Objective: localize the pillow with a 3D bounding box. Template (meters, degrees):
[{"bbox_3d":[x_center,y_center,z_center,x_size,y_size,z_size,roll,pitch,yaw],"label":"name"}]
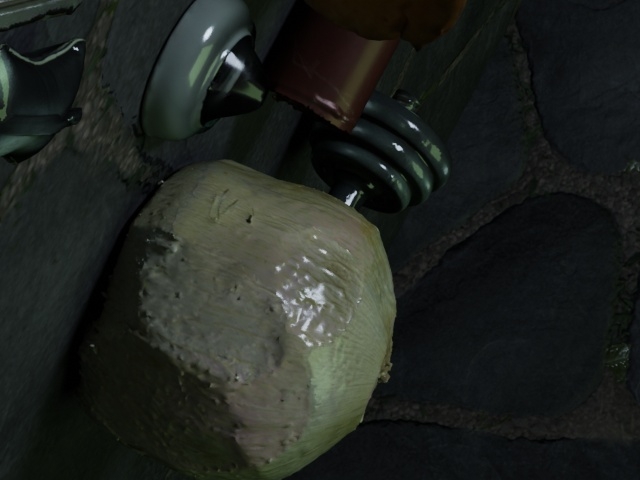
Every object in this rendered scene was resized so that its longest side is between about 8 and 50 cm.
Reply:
[{"bbox_3d":[-0.189,-0.081,0.992,0.091,0.055,0.136,-32,177,19],"label":"pillow"}]

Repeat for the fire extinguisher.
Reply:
[{"bbox_3d":[0.057,-0.274,1.612,0.337,0.106,0.147,-61,-165,-1],"label":"fire extinguisher"}]

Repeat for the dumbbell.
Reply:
[{"bbox_3d":[0.000,0.000,1.811,0.406,0.179,0.179,-59,170,-18],"label":"dumbbell"}]

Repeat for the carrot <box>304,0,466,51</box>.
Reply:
[{"bbox_3d":[0.083,-0.311,1.362,0.254,0.196,0.196,-58,170,-34],"label":"carrot"}]

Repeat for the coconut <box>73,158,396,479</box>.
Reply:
[{"bbox_3d":[-0.059,0.081,1.513,0.297,0.255,0.297,-58,171,-14],"label":"coconut"}]

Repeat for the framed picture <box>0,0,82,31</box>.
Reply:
[{"bbox_3d":[-0.183,-0.149,0.500,0.289,0.016,0.213,-29,119,-52],"label":"framed picture"}]

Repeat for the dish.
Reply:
[{"bbox_3d":[-0.078,-0.131,1.345,0.141,0.078,0.141,-59,170,-16],"label":"dish"}]
